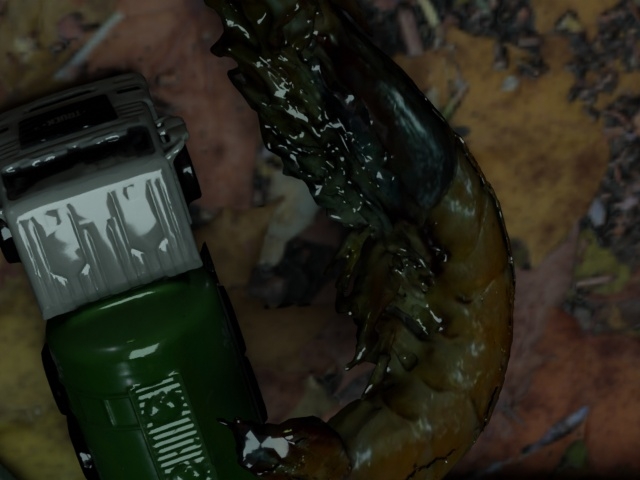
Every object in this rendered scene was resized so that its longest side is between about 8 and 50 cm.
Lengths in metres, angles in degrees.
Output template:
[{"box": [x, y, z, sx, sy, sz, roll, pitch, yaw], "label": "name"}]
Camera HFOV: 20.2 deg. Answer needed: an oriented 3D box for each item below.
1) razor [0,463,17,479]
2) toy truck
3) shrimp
[{"box": [-0.111, 0.191, 0.938, 0.111, 0.056, 0.278, -38, 119, 8], "label": "razor"}, {"box": [-0.082, 0.053, 0.837, 0.101, 0.125, 0.242, -18, 118, -4], "label": "toy truck"}, {"box": [0.000, 0.000, 0.801, 0.054, 0.222, 0.290, -5, 129, 38], "label": "shrimp"}]
